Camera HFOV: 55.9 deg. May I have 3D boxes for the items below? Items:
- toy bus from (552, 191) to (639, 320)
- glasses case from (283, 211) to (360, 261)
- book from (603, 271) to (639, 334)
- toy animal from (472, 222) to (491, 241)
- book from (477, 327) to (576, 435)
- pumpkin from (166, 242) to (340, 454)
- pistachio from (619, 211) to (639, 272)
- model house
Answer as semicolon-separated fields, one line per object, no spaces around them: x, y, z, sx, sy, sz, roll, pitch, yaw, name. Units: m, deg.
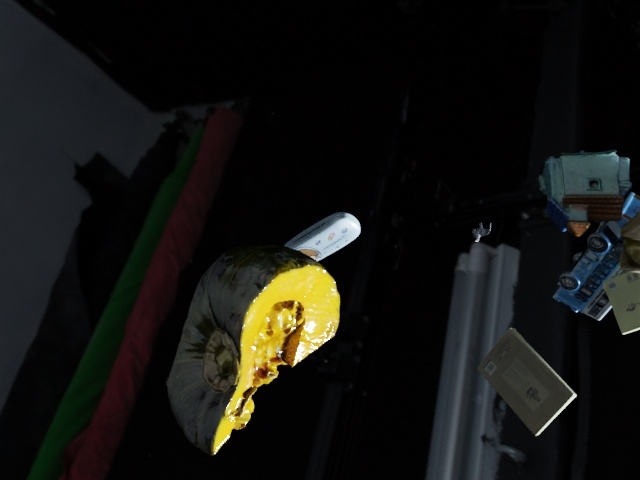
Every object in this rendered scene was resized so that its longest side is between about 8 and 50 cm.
0.626;0.042;1.305;0.131;0.297;0.106;33;-127;19;toy bus
0.000;0.000;1.219;0.179;0.067;0.045;-30;-139;29;glasses case
0.597;0.116;1.157;0.077;0.014;0.110;-35;-127;42;book
0.401;-0.020;1.528;0.050;0.028;0.084;-45;-176;-17;toy animal
0.451;0.311;1.340;0.198;0.016;0.138;52;-55;37;book
-0.089;0.141;0.865;0.139;0.190;0.280;23;-81;40;pumpkin
0.601;-0.007;1.004;0.215;0.143;0.144;-18;-145;-15;pistachio
0.456;-0.066;1.048;0.149;0.119;0.148;3;-111;12;model house
